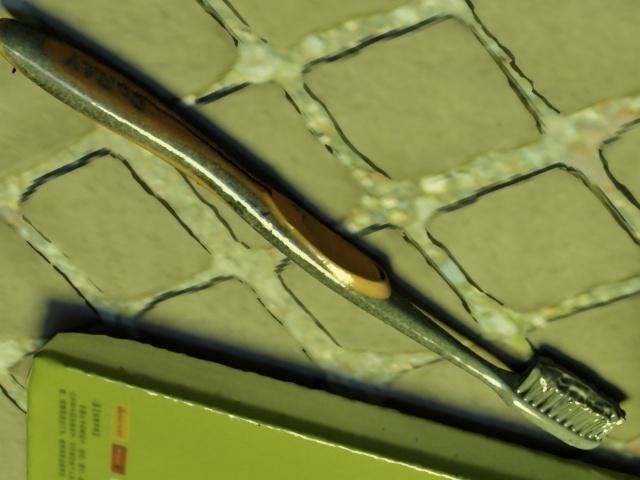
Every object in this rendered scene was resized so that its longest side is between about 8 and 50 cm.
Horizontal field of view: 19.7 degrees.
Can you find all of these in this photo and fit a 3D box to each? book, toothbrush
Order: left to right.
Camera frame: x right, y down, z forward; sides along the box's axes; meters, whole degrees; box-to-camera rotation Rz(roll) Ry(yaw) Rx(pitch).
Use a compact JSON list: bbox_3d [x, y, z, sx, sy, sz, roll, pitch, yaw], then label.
[{"bbox_3d":[-0.002,0.002,0.769,0.321,0.023,0.031,32,128,-15],"label":"toothbrush"},{"bbox_3d":[0.024,0.164,0.918,0.352,0.035,0.239,14,139,4],"label":"book"}]
